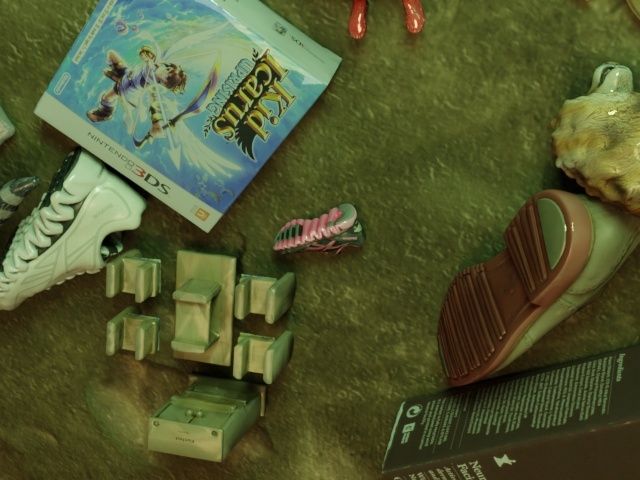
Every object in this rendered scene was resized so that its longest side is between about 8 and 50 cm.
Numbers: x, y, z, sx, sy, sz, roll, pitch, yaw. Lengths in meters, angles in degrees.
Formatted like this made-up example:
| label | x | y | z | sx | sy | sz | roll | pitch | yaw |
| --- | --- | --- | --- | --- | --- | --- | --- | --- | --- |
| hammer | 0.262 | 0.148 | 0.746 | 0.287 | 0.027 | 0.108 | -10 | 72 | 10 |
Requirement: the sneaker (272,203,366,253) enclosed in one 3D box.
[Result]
| label | x | y | z | sx | sy | sz | roll | pitch | yaw |
| --- | --- | --- | --- | --- | --- | --- | --- | --- | --- |
| sneaker | 0.000 | 0.000 | 1.496 | 0.119 | 0.047 | 0.057 | -15 | 131 | 30 |

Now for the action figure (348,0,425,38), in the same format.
| label | x | y | z | sx | sy | sz | roll | pitch | yaw |
| --- | --- | --- | --- | --- | --- | --- | --- | --- | --- |
| action figure | 0.038 | -0.245 | 1.148 | 0.091 | 0.139 | 0.280 | -6 | 153 | 11 |

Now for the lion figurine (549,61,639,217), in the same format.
| label | x | y | z | sx | sy | sz | roll | pitch | yaw |
| --- | --- | --- | --- | --- | --- | --- | --- | --- | --- |
| lion figurine | 0.414 | -0.048 | 1.216 | 0.392 | 0.142 | 0.240 | 27 | 168 | -3 |

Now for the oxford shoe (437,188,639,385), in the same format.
| label | x | y | z | sx | sy | sz | roll | pitch | yaw |
| --- | --- | --- | --- | --- | --- | --- | --- | --- | --- |
| oxford shoe | 0.237 | 0.066 | 1.411 | 0.130 | 0.123 | 0.348 | -2 | 153 | -24 |

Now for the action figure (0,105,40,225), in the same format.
| label | x | y | z | sx | sy | sz | roll | pitch | yaw |
| --- | --- | --- | --- | --- | --- | --- | --- | --- | --- |
| action figure | -0.460 | 0.037 | 1.519 | 0.178 | 0.341 | 0.330 | 17 | 131 | -14 |

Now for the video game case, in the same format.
| label | x | y | z | sx | sy | sz | roll | pitch | yaw |
| --- | --- | --- | --- | --- | --- | --- | --- | --- | --- |
| video game case | -0.150 | -0.167 | 1.405 | 0.244 | 0.061 | 0.269 | 34 | 130 | -9 |

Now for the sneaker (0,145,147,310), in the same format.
| label | x | y | z | sx | sy | sz | roll | pitch | yaw |
| --- | --- | --- | --- | --- | --- | --- | --- | --- | --- |
| sneaker | -0.317 | 0.011 | 1.581 | 0.118 | 0.110 | 0.292 | 30 | 133 | -19 |

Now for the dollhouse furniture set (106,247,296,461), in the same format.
| label | x | y | z | sx | sy | sz | roll | pitch | yaw |
| --- | --- | --- | --- | --- | --- | --- | --- | --- | --- |
| dollhouse furniture set | -0.138 | 0.127 | 1.609 | 0.212 | 0.161 | 0.242 | 8 | 106 | 14 |

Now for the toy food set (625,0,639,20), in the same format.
| label | x | y | z | sx | sy | sz | roll | pitch | yaw |
| --- | --- | --- | --- | --- | --- | --- | --- | --- | --- |
| toy food set | 0.337 | -0.244 | 1.191 | 0.192 | 0.038 | 0.132 | 29 | 126 | 11 |

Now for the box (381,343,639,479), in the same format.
| label | x | y | z | sx | sy | sz | roll | pitch | yaw |
| --- | --- | --- | --- | --- | --- | --- | --- | --- | --- |
| box | 0.287 | 0.261 | 1.531 | 0.381 | 0.143 | 0.191 | -20 | 117 | 29 |
